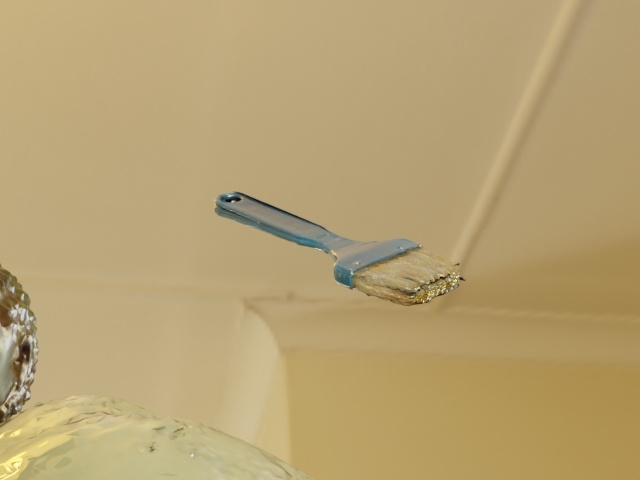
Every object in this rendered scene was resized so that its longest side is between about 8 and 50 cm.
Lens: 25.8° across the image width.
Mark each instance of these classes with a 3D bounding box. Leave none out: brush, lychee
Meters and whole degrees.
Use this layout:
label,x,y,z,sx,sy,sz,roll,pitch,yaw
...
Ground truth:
label,x,y,z,sx,sy,sz,roll,pitch,yaw
brush,0.000,0.000,0.721,0.051,0.164,0.014,-19,-61,-39
lychee,-0.291,0.078,1.024,0.171,0.171,0.171,-3,-35,-2

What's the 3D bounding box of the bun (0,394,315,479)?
label,x,y,z,sx,sy,sz,roll,pitch,yaw
bun,-0.045,0.161,0.391,0.259,0.152,0.259,9,-64,20
